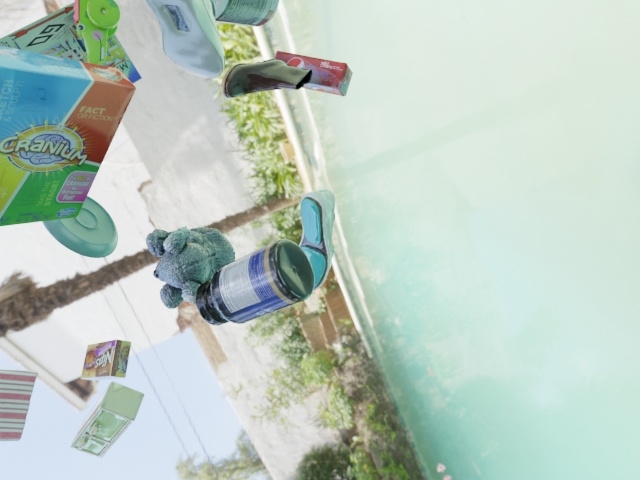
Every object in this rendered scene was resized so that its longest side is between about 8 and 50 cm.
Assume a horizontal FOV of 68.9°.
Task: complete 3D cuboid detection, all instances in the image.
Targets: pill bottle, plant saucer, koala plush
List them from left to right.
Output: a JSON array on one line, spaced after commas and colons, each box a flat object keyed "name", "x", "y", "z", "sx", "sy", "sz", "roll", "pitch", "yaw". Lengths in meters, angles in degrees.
[{"name": "plant saucer", "x": -0.894, "y": -0.075, "z": 1.759, "sx": 0.317, "sy": 0.044, "sz": 0.317, "roll": 46, "pitch": -162, "yaw": -20}, {"name": "koala plush", "x": -0.299, "y": 0.050, "z": 1.065, "sx": 0.221, "sy": 0.203, "sz": 0.196, "roll": 178, "pitch": 77, "yaw": -83}, {"name": "pill bottle", "x": -0.241, "y": -0.616, "z": 1.134, "sx": 0.283, "sy": 0.161, "sz": 0.161, "roll": -29, "pitch": -81, "yaw": -54}, {"name": "pill bottle", "x": -0.131, "y": 0.089, "z": 0.901, "sx": 0.123, "sy": 0.219, "sz": 0.122, "roll": 41, "pitch": -144, "yaw": -39}]

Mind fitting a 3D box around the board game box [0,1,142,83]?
[{"name": "board game box", "x": -0.621, "y": -0.405, "z": 1.106, "sx": 0.046, "sy": 0.317, "sz": 0.213, "roll": 23, "pitch": 148, "yaw": 47}]

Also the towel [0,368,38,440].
[{"name": "towel", "x": -0.917, "y": 0.471, "z": 1.343, "sx": 0.029, "sy": 0.144, "sz": 0.197, "roll": -21, "pitch": 59, "yaw": 63}]

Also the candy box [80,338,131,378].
[{"name": "candy box", "x": -0.659, "y": 0.369, "z": 1.432, "sx": 0.053, "sy": 0.187, "sz": 0.109, "roll": 25, "pitch": -121, "yaw": -44}]

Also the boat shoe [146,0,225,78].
[{"name": "boat shoe", "x": -0.158, "y": -0.285, "z": 0.565, "sx": 0.227, "sy": 0.079, "sz": 0.081, "roll": 92, "pitch": -171, "yaw": -77}]

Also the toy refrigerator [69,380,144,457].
[{"name": "toy refrigerator", "x": -0.625, "y": 0.530, "z": 1.359, "sx": 0.102, "sy": 0.269, "sz": 0.094, "roll": 31, "pitch": -147, "yaw": -20}]

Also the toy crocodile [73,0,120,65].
[{"name": "toy crocodile", "x": -0.477, "y": -0.542, "z": 0.985, "sx": 0.115, "sy": 0.105, "sz": 0.340, "roll": 31, "pitch": 115, "yaw": 60}]

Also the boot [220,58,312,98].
[{"name": "boot", "x": -0.166, "y": -0.501, "z": 1.454, "sx": 0.207, "sy": 0.248, "sz": 0.090, "roll": 18, "pitch": 136, "yaw": 23}]

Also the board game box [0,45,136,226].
[{"name": "board game box", "x": -0.490, "y": -0.163, "z": 0.803, "sx": 0.064, "sy": 0.316, "sz": 0.242, "roll": 44, "pitch": -154, "yaw": 14}]

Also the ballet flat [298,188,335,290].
[{"name": "ballet flat", "x": 0.000, "y": 0.000, "z": 1.588, "sx": 0.139, "sy": 0.139, "sz": 0.400, "roll": -115, "pitch": 22, "yaw": -50}]

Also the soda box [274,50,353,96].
[{"name": "soda box", "x": -0.031, "y": -0.564, "z": 1.578, "sx": 0.083, "sy": 0.263, "sz": 0.092, "roll": 8, "pitch": -80, "yaw": -72}]
